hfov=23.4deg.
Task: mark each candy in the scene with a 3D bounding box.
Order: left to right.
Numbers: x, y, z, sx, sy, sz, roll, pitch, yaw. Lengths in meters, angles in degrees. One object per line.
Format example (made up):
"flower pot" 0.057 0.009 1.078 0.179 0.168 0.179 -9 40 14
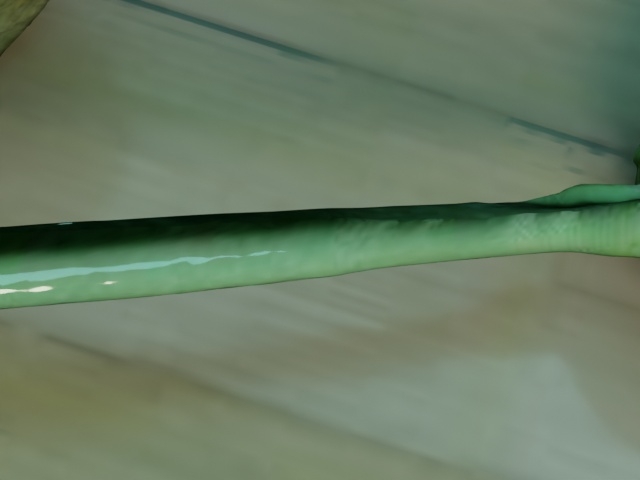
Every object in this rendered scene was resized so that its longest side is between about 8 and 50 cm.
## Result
"candy" 0.000 0.000 0.391 0.440 0.119 0.119 -4 75 -13

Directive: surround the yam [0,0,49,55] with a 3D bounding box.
"yam" -0.200 -0.151 0.420 0.168 0.168 0.304 -31 78 -11
